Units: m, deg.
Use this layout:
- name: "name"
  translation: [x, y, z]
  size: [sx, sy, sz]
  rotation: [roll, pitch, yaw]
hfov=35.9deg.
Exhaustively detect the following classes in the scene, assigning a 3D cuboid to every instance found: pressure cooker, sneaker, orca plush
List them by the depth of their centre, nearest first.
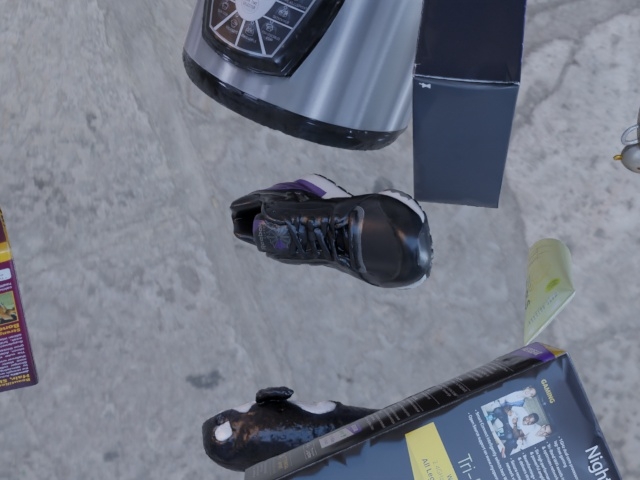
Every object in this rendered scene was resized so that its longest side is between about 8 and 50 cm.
- name: "sneaker"
  translation: [0.000, 0.000, 1.041]
  size: [0.124, 0.283, 0.107]
  rotation: [-12, 105, -29]
- name: "orca plush"
  translation: [-0.004, 0.258, 1.155]
  size: [0.287, 0.102, 0.151]
  rotation: [8, 135, 0]
- name: "pressure cooker"
  translation: [0.017, -0.385, 1.414]
  size: [0.369, 0.375, 0.420]
  rotation: [12, 114, -23]

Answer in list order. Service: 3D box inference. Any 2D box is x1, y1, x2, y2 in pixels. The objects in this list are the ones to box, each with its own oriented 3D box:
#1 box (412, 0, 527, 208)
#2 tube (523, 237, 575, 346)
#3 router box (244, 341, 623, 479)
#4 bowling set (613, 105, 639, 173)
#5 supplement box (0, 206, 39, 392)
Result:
- name: "box"
  translation: [0.151, -0.171, 1.007]
  size: [0.103, 0.261, 0.184]
  rotation: [8, 69, 9]
- name: "tube"
  translation: [0.296, 0.058, 1.277]
  size: [0.062, 0.240, 0.070]
  rotation: [-2, 108, 14]
- name: "router box"
  translation: [0.114, 0.260, 0.697]
  size: [0.242, 0.081, 0.309]
  rotation: [-22, 90, -4]
- name: "bowling set"
  translation: [0.476, -0.079, 1.044]
  size: [0.287, 0.200, 0.154]
  rotation: [-12, 147, -6]
- name: "supplement box"
  translation: [-0.311, 0.054, 0.846]
  size: [0.104, 0.081, 0.188]
  rotation: [-13, 140, -18]
